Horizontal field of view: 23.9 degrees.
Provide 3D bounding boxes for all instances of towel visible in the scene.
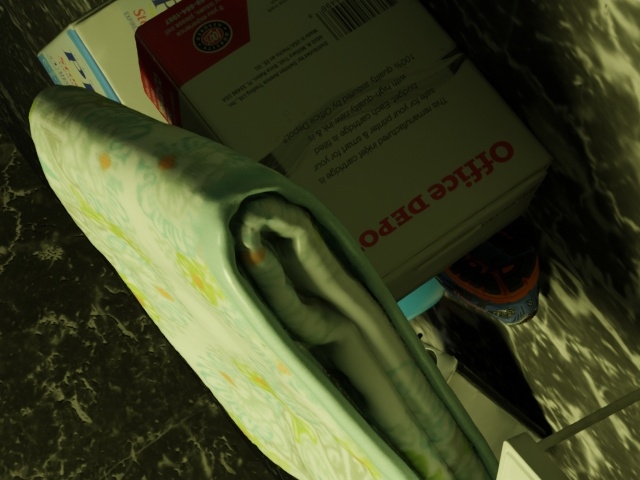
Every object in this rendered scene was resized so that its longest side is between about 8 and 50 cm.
[{"bbox_3d":[-0.044,0.062,1.101,0.320,0.090,0.374,22,151,53],"label":"towel"}]

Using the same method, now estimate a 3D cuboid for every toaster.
[{"bbox_3d":[0.117,0.175,1.506,0.186,0.110,0.168,39,173,-33],"label":"toaster"}]

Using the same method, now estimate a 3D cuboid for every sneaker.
[{"bbox_3d":[0.110,0.007,1.318,0.221,0.083,0.087,45,167,44],"label":"sneaker"}]

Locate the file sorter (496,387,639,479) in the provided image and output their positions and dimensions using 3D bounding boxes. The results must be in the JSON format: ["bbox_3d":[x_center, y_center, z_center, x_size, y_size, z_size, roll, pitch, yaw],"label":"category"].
[{"bbox_3d":[0.258,0.251,0.992,0.277,0.173,0.192,49,151,37],"label":"file sorter"}]

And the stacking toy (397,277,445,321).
[{"bbox_3d":[0.000,0.000,1.575,0.165,0.175,0.302,58,179,-15],"label":"stacking toy"}]

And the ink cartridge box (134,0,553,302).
[{"bbox_3d":[0.015,-0.089,1.173,0.273,0.197,0.114,52,166,16],"label":"ink cartridge box"}]

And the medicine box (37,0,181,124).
[{"bbox_3d":[-0.185,-0.158,1.767,0.263,0.149,0.289,59,166,-9],"label":"medicine box"}]
